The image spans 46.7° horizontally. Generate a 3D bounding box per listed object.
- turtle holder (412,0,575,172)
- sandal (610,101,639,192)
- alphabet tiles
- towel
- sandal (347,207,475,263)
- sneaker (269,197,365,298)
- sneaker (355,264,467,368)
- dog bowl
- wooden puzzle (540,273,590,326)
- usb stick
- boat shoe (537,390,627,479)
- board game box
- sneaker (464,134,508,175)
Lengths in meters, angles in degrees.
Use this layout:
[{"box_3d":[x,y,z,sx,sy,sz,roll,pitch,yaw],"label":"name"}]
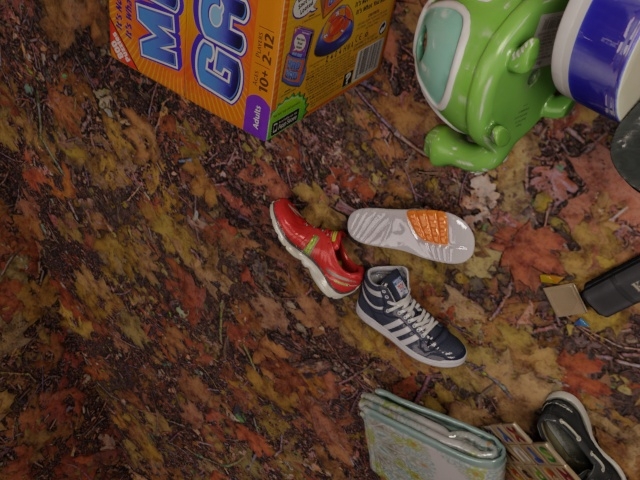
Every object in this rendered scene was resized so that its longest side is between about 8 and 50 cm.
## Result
[{"box_3d":[0.271,-0.269,1.175,0.227,0.243,0.320,39,162,31],"label":"turtle holder"},{"box_3d":[0.530,-0.236,0.879,0.167,0.107,0.445,41,101,27],"label":"sandal"},{"box_3d":[0.497,0.530,1.615,0.342,0.011,0.285,48,160,3],"label":"alphabet tiles"},{"box_3d":[0.273,0.531,1.812,0.375,0.090,0.320,20,141,31],"label":"towel"},{"box_3d":[0.189,-0.025,1.514,0.265,0.076,0.101,12,103,21],"label":"sandal"},{"box_3d":[0.000,0.000,1.703,0.118,0.107,0.279,-39,94,30],"label":"sneaker"},{"box_3d":[0.201,0.159,1.620,0.282,0.099,0.153,30,136,26],"label":"sneaker"},{"box_3d":[0.429,-0.286,0.967,0.104,0.265,0.264,41,140,32],"label":"dog bowl"},{"box_3d":[0.469,0.112,1.419,0.079,0.014,0.116,-5,115,48],"label":"wooden puzzle"},{"box_3d":[0.569,0.054,1.265,0.077,0.045,0.278,50,138,2],"label":"usb stick"},{"box_3d":[0.540,0.461,1.547,0.114,0.091,0.302,-27,100,47],"label":"boat shoe"},{"box_3d":[-0.101,-0.453,1.248,0.356,0.356,0.356,31,135,20],"label":"board game box"},{"box_3d":[0.277,-0.211,1.322,0.083,0.071,0.190,-17,114,39],"label":"sneaker"}]
